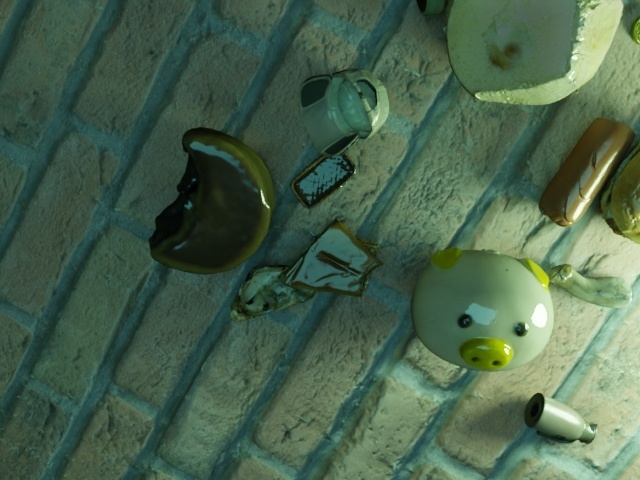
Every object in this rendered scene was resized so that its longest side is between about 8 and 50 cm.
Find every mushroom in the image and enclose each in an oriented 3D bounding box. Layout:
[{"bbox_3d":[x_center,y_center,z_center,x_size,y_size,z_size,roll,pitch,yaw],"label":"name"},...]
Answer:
[{"bbox_3d":[0.754,0.129,1.702,0.223,0.081,0.092,16,119,6],"label":"mushroom"}]

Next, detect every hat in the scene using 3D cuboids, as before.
[{"bbox_3d":[0.064,-0.353,1.674,0.275,0.161,0.232,-29,80,34],"label":"hat"}]

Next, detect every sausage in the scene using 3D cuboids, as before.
[{"bbox_3d":[0.711,-0.180,1.632,0.121,0.121,0.304,32,101,1],"label":"sausage"}]

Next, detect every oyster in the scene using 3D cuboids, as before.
[{"bbox_3d":[-0.128,0.151,1.814,0.294,0.094,0.166,-4,95,-10],"label":"oyster"}]

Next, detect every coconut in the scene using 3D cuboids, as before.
[{"bbox_3d":[0.526,-0.529,1.487,0.405,0.404,0.404,1,100,7],"label":"coconut"}]

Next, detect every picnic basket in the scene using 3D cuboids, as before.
[{"bbox_3d":[0.009,-0.183,1.750,0.193,0.055,0.110,-36,92,12],"label":"picnic basket"}]

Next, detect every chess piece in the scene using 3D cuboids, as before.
[{"bbox_3d":[0.392,-0.692,1.596,0.272,0.139,0.139,-15,98,-3],"label":"chess piece"}]

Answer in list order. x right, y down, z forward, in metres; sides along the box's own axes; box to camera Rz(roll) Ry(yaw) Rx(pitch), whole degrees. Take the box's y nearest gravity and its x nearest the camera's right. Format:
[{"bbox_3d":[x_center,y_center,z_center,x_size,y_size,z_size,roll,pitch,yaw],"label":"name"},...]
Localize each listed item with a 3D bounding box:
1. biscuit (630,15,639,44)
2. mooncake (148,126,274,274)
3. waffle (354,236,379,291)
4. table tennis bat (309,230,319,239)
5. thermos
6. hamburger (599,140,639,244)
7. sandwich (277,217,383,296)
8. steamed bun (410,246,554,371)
[{"bbox_3d":[0.866,-0.557,1.599,0.084,0.023,0.084,1,100,5],"label":"biscuit"},{"bbox_3d":[-0.329,-0.106,1.706,0.394,0.246,0.393,-24,104,10],"label":"mooncake"},{"bbox_3d":[0.108,0.067,1.787,0.102,0.042,0.148,15,101,3],"label":"waffle"},{"bbox_3d":[0.000,0.000,1.807,0.083,0.007,0.050,40,102,-3],"label":"table tennis bat"},{"bbox_3d":[0.703,0.541,1.776,0.193,0.105,0.137,23,127,-4],"label":"thermos"},{"bbox_3d":[0.896,-0.122,1.600,0.260,0.144,0.283,20,111,-8],"label":"hamburger"},{"bbox_3d":[0.034,0.094,1.732,0.212,0.063,0.245,44,95,-3],"label":"sandwich"},{"bbox_3d":[0.434,0.188,1.635,0.374,0.334,0.333,7,100,1],"label":"steamed bun"}]
